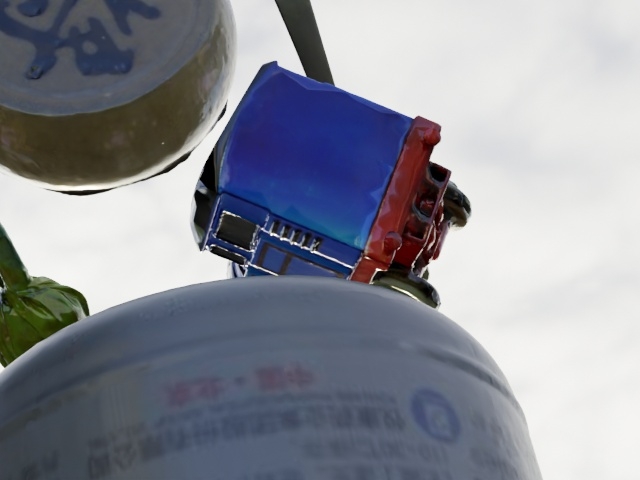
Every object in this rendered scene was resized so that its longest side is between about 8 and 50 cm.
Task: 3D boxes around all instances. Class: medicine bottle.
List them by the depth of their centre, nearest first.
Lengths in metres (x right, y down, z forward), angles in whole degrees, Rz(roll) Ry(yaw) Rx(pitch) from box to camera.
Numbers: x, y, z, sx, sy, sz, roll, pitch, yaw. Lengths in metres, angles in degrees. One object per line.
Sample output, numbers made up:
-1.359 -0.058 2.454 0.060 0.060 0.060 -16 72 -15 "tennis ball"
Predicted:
-0.013 0.194 0.628 0.245 0.306 0.245 -9 -35 -6 "medicine bottle"

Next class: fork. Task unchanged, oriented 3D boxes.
0.011 -0.060 1.024 0.034 0.028 0.219 -20 -81 8 "fork"

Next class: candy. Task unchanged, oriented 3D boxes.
-0.168 -0.007 0.892 0.058 0.062 0.194 -33 -56 -26 "candy"

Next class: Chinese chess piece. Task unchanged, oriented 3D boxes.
-0.197 -0.161 1.439 0.257 0.257 0.104 -1 -36 3 "Chinese chess piece"

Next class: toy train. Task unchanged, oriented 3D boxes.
0.000 0.000 0.877 0.131 0.083 0.204 21 -24 -1 "toy train"
